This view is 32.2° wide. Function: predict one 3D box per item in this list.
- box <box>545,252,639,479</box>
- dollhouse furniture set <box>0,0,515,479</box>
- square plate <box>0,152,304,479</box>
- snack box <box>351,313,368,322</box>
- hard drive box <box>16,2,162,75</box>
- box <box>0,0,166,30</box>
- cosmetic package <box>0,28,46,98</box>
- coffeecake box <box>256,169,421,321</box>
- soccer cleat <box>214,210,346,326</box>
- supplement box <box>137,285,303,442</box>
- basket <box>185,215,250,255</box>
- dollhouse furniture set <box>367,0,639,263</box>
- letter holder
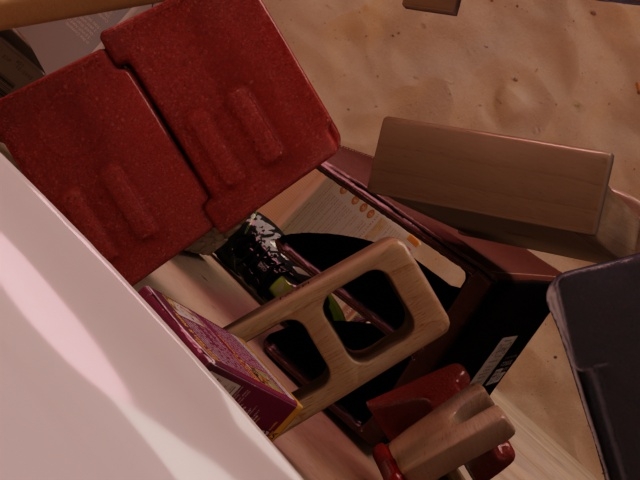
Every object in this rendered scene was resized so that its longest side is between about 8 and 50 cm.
[{"bbox_3d":[0.269,0.164,0.517,0.395,0.212,0.293,34,42,-66],"label":"box"},{"bbox_3d":[-0.020,0.043,0.652,0.374,0.152,0.201,59,0,-7],"label":"dollhouse furniture set"},{"bbox_3d":[-0.140,-0.003,0.268,0.347,0.049,0.344,43,3,23],"label":"square plate"},{"bbox_3d":[0.022,0.008,1.449,0.207,0.070,0.174,38,31,-68],"label":"snack box"},{"bbox_3d":[-0.196,-0.228,1.045,0.089,0.232,0.181,43,3,-3],"label":"hard drive box"},{"bbox_3d":[-0.182,-0.150,0.670,0.164,0.201,0.021,-134,-146,-64],"label":"box"},{"bbox_3d":[-0.219,-0.112,0.726,0.041,0.060,0.115,42,4,-30],"label":"cosmetic package"},{"bbox_3d":[0.000,0.000,1.171,0.068,0.142,0.185,45,4,42],"label":"coffeecake box"},{"bbox_3d":[-0.042,0.029,1.024,0.179,0.060,0.072,45,4,-1],"label":"soccer cleat"},{"bbox_3d":[-0.054,0.063,0.489,0.055,0.043,0.083,44,3,35],"label":"supplement box"},{"bbox_3d":[-0.110,-0.061,0.916,0.103,0.113,0.167,45,4,10],"label":"basket"},{"bbox_3d":[0.203,-0.140,0.698,0.287,0.303,0.198,13,-1,25],"label":"dollhouse furniture set"},{"bbox_3d":[0.057,0.032,0.936,0.214,0.152,0.302,38,12,19],"label":"letter holder"}]
